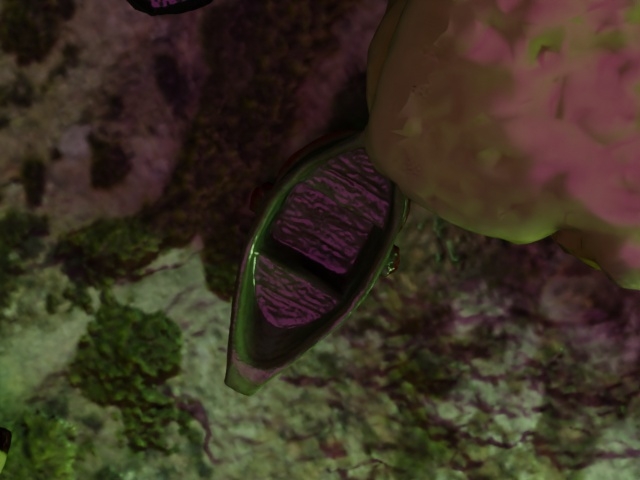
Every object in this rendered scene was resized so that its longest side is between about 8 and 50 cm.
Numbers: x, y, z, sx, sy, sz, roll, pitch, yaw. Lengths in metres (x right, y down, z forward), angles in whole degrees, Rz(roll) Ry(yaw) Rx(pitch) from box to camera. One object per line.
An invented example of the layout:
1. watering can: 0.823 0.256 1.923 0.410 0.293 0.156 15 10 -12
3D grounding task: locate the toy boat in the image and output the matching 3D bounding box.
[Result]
1. toy boat: 0.001 -0.001 0.915 0.089 0.071 0.185 29 112 -2

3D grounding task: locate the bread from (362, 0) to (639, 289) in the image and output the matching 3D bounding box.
1. bread: 0.218 -0.127 0.671 0.371 0.390 0.279 9 106 5

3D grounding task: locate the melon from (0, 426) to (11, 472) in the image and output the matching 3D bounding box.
1. melon: -0.255 0.121 1.006 0.160 0.079 0.128 -44 79 21

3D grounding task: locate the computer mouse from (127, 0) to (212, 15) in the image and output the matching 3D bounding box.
1. computer mouse: -0.068 -0.180 0.877 0.079 0.047 0.135 17 100 -9
